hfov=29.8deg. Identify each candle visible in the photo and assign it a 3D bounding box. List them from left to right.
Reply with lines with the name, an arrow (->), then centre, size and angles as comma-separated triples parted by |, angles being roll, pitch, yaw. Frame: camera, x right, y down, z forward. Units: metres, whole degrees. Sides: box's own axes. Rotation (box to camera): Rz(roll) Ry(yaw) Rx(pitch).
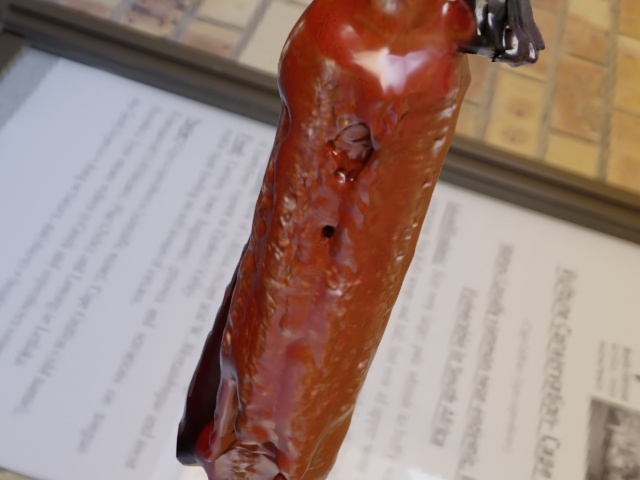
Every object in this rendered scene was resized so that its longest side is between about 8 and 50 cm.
candle -> 0.000, 0.000, 0.383 | 0.084, 0.059, 0.302 | 59, -35, 35
